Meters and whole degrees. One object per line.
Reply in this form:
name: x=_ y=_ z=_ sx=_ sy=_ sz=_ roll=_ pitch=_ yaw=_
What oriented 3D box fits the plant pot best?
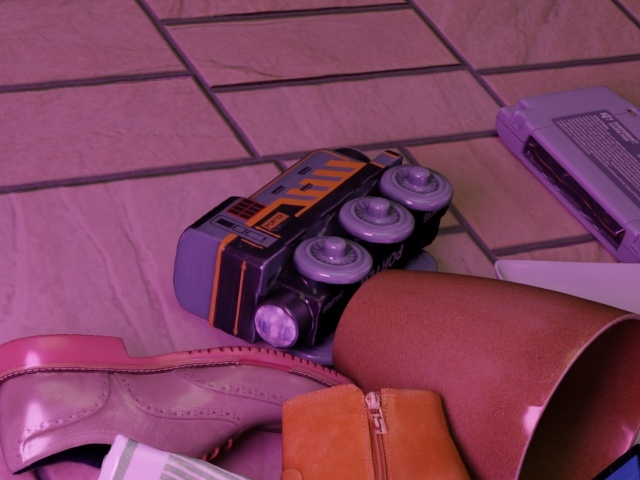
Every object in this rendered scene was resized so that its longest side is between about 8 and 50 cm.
plant pot: x=0.145 y=0.126 z=1.795 sx=0.254 sy=0.237 sz=0.237 roll=27 pitch=35 yaw=31

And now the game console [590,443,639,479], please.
game console: x=0.297 y=0.266 z=1.791 sx=0.107 sy=0.071 sz=0.122 roll=38 pitch=41 yaw=23

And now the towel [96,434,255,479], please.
towel: x=-0.055 y=0.315 z=1.481 sx=0.325 sy=0.038 sz=0.247 roll=22 pitch=77 yaw=2

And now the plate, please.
plate: x=0.341 y=0.128 z=2.010 sx=0.277 sy=0.045 sz=0.278 roll=2 pitch=40 yaw=-24

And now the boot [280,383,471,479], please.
boot: x=-0.014 y=0.230 z=1.618 sx=0.295 sy=0.104 sz=0.211 roll=-8 pitch=56 yaw=-15

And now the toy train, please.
toy train: x=0.000 y=0.000 z=1.947 sx=0.190 sy=0.142 sz=0.334 roll=23 pitch=35 yaw=21

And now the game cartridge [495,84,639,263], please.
game cartridge: x=0.366 y=-0.072 z=2.270 sx=0.198 sy=0.062 sz=0.297 roll=-8 pitch=45 yaw=-38

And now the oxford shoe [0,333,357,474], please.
oxford shoe: x=-0.127 y=0.166 z=1.717 sx=0.348 sy=0.123 sz=0.130 roll=4 pitch=66 yaw=-22
